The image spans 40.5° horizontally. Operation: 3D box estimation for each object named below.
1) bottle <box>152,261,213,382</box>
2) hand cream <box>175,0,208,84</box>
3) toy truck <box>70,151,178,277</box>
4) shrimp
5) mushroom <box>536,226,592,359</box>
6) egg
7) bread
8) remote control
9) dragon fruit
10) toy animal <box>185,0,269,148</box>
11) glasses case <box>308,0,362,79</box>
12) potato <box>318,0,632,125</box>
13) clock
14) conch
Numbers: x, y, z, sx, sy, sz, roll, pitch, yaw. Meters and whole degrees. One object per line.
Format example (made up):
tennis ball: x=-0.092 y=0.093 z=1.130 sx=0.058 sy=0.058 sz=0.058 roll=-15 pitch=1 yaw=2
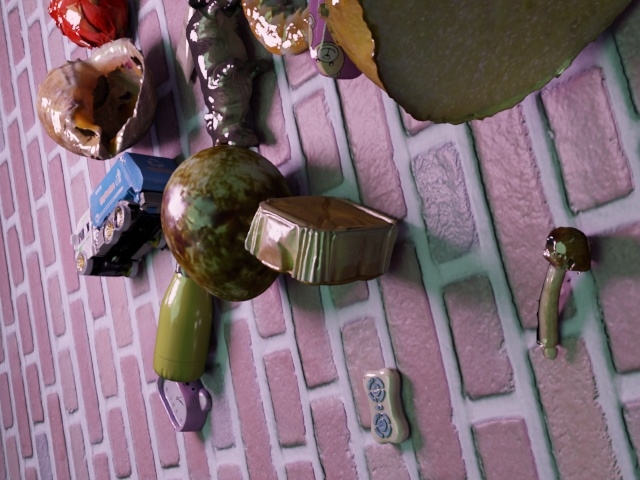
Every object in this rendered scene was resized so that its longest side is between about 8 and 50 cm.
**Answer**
bottle: x=-0.279 y=0.158 z=1.799 sx=0.112 sy=0.112 sz=0.260 roll=25 pitch=110 yaw=47
hand cream: x=-0.269 y=-0.425 z=1.810 sx=0.087 sy=0.054 sz=0.186 roll=59 pitch=139 yaw=36
toy truck: x=-0.431 y=-0.049 z=1.950 sx=0.367 sy=0.146 sz=0.175 roll=-40 pitch=55 yaw=40
shrimp: x=-0.048 y=-0.419 z=1.528 sx=0.287 sy=0.068 sz=0.185 roll=7 pitch=99 yaw=48
mushroom: x=0.316 y=0.067 z=1.140 sx=0.060 sy=0.061 sz=0.187 roll=-133 pitch=42 yaw=-54
egg: x=-0.163 y=-0.027 z=1.555 sx=0.238 sy=0.238 sz=0.289 roll=14 pitch=113 yaw=49
bread: x=0.001 y=0.002 z=1.394 sx=0.210 sy=0.192 sz=0.109 roll=23 pitch=112 yaw=47
remote control: x=0.105 y=0.269 z=1.408 sx=0.074 sy=0.032 sz=0.122 roll=-22 pitch=75 yaw=49
dragon fruit: x=-0.536 y=-0.537 z=2.031 sx=0.209 sy=0.172 sz=0.172 roll=36 pitch=123 yaw=10
toy animal: x=-0.178 y=-0.296 z=1.665 sx=0.168 sy=0.106 sz=0.343 roll=-5 pitch=92 yaw=49
glasses case: x=0.044 y=-0.415 z=1.374 sx=0.076 sy=0.123 sz=0.316 roll=15 pitch=103 yaw=43
potato: x=0.164 y=-0.400 z=1.043 sx=0.442 sy=0.385 sz=0.319 roll=-54 pitch=41 yaw=24
clock: x=-0.299 y=0.333 z=1.879 sx=0.152 sy=0.050 sz=0.110 roll=56 pitch=131 yaw=32
conch: x=-0.464 y=-0.290 z=1.927 sx=0.297 sy=0.210 sz=0.352 roll=-46 pitch=58 yaw=11
